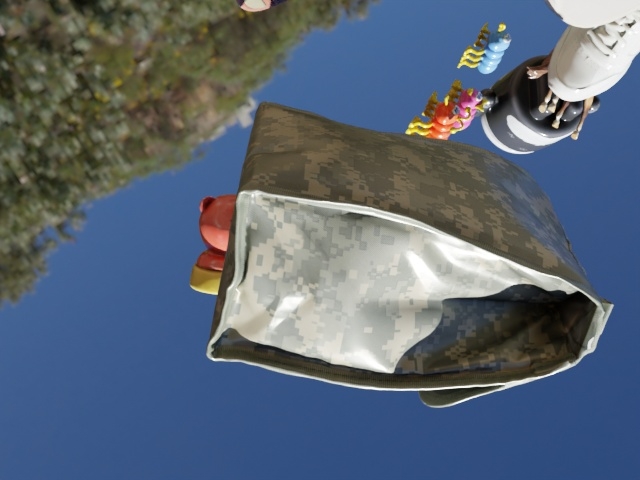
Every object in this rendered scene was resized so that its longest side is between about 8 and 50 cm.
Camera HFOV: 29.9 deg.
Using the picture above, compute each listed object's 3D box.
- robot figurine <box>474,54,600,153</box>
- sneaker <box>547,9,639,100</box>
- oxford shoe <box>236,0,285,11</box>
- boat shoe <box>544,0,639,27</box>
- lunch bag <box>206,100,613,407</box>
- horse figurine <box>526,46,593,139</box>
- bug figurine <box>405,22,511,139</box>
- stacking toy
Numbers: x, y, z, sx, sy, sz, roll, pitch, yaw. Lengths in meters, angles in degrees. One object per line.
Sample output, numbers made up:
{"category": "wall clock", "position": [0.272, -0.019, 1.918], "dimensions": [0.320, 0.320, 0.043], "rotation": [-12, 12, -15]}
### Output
{"category": "robot figurine", "position": [0.428, -0.273, 2.404], "dimensions": [0.173, 0.209, 0.278], "rotation": [-52, -175, -14]}
{"category": "sneaker", "position": [0.435, -0.332, 1.719], "dimensions": [0.305, 0.114, 0.152], "rotation": [-47, 164, 11]}
{"category": "oxford shoe", "position": [0.001, -0.508, 1.788], "dimensions": [0.397, 0.140, 0.146], "rotation": [-43, -108, 0]}
{"category": "boat shoe", "position": [0.256, -0.328, 0.875], "dimensions": [0.340, 0.127, 0.158], "rotation": [-50, -133, 20]}
{"category": "lunch bag", "position": [0.069, 0.012, 0.953], "dimensions": [0.287, 0.169, 0.235], "rotation": [10, -158, -4]}
{"category": "horse figurine", "position": [0.458, -0.295, 2.175], "dimensions": [0.066, 0.263, 0.174], "rotation": [25, -91, 31]}
{"category": "bug figurine", "position": [0.217, -0.213, 1.904], "dimensions": [0.072, 0.216, 0.279], "rotation": [32, -124, 7]}
{"category": "stacking toy", "position": [0.000, 0.000, 1.662], "dimensions": [0.309, 0.130, 0.279], "rotation": [-10, -164, -37]}
